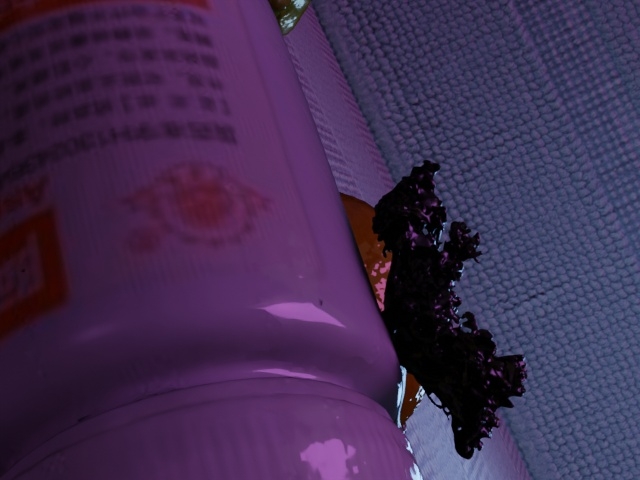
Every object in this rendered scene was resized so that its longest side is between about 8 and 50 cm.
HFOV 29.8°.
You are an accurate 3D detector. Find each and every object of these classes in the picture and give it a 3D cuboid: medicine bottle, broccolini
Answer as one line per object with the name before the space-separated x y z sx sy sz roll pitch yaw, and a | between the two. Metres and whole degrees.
medicine bottle | -0.078 0.042 0.569 0.211 0.211 0.371 51 17 -53
broccolini | 0.059 0.093 0.620 0.271 0.062 0.123 90 -6 -49

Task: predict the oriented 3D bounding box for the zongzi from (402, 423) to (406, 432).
zongzi | 0.065 0.193 1.309 0.154 0.062 0.130 48 -5 25

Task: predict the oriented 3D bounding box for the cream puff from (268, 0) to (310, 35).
cream puff | -0.128 -0.358 1.482 0.282 0.185 0.282 33 -25 18

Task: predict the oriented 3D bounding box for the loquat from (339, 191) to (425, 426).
loquat | -0.024 0.060 0.823 0.208 0.208 0.208 61 10 -19
